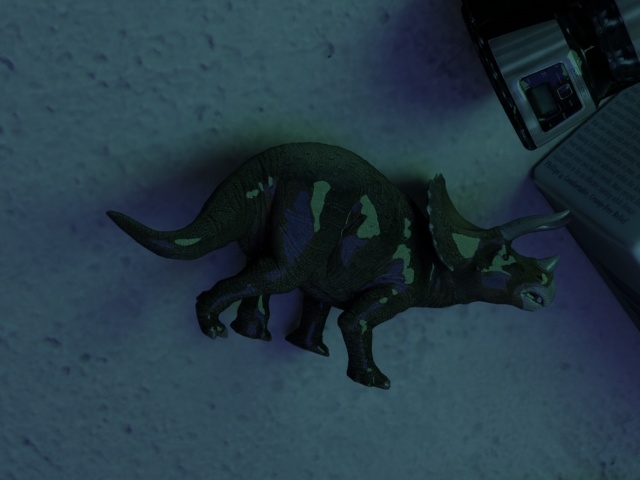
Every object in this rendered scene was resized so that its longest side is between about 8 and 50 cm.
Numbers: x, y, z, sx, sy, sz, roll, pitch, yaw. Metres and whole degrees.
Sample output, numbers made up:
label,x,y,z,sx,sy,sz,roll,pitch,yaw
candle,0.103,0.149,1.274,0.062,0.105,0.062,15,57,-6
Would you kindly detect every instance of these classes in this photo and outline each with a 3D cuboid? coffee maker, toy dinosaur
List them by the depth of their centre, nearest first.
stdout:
label,x,y,z,sx,sy,sz,roll,pitch,yaw
coffee maker,0.190,-0.148,0.929,0.178,0.171,0.120,-22,100,13
toy dinosaur,0.000,0.000,0.949,0.313,0.121,0.160,20,93,-24

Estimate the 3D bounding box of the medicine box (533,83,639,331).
label,x,y,z,sx,sy,sz,roll,pitch,yaw
medicine box,0.353,-0.032,1.039,0.289,0.149,0.263,-41,123,0
